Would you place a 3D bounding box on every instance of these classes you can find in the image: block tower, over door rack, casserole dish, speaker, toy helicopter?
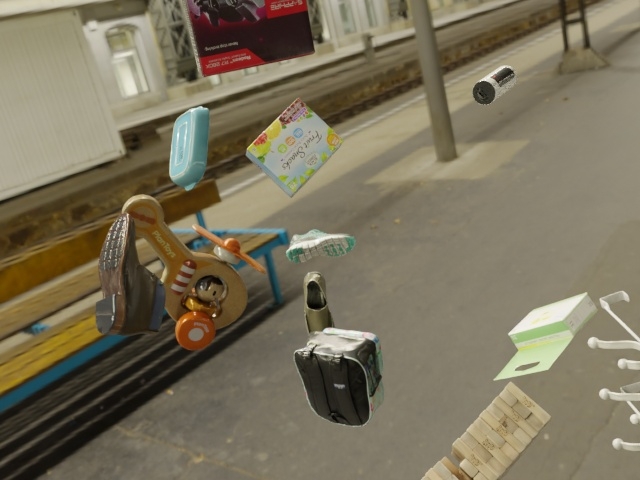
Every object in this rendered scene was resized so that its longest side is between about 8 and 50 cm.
[{"bbox_3d":[0.241,0.396,1.121,0.335,0.097,0.091,-42,64,-14],"label":"block tower"},{"bbox_3d":[0.597,0.273,1.308,0.108,0.240,0.324,-13,12,19],"label":"over door rack"},{"bbox_3d":[-0.280,-0.199,1.413,0.037,0.189,0.114,13,-18,-38],"label":"casserole dish"},{"bbox_3d":[0.385,-0.343,1.474,0.055,0.055,0.136,0,25,38],"label":"speaker"},{"bbox_3d":[-0.275,0.041,1.406,0.235,0.355,0.140,-34,28,0],"label":"toy helicopter"}]

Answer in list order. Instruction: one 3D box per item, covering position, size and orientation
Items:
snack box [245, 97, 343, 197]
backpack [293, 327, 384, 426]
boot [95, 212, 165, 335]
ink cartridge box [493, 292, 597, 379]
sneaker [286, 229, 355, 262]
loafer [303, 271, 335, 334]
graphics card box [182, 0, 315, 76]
[{"bbox_3d":[-0.069,-0.250,1.811,0.207,0.174,0.070,-46,1,-13],"label":"snack box"},{"bbox_3d":[0.062,0.368,1.803,0.225,0.254,0.191,2,24,30],"label":"backpack"},{"bbox_3d":[-0.332,0.066,1.192,0.082,0.219,0.106,-13,-23,39],"label":"boot"},{"bbox_3d":[0.495,0.216,1.506,0.235,0.056,0.171,-32,-1,-35],"label":"ink cartridge box"},{"bbox_3d":[0.000,0.000,1.593,0.166,0.065,0.076,-8,42,8],"label":"sneaker"},{"bbox_3d":[-0.014,0.226,2.091,0.094,0.251,0.087,-12,0,8],"label":"loafer"},{"bbox_3d":[-0.156,-0.514,1.254,0.232,0.371,0.094,-14,23,-10],"label":"graphics card box"}]
